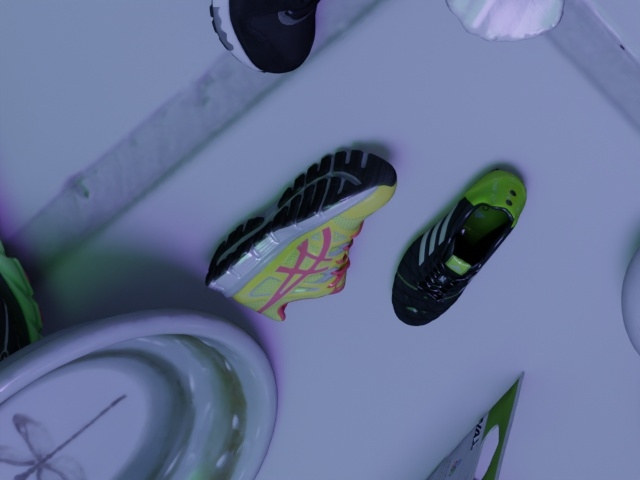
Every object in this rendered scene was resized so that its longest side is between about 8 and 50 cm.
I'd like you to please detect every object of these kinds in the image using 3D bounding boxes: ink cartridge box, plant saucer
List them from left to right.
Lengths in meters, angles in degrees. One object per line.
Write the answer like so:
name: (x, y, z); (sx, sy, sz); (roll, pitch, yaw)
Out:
plant saucer: (-0.228, 0.196, 1.771); (0.100, 0.400, 0.400); (48, 132, 35)
ink cartridge box: (0.130, 0.270, 1.762); (0.097, 0.189, 0.255); (34, 122, -5)

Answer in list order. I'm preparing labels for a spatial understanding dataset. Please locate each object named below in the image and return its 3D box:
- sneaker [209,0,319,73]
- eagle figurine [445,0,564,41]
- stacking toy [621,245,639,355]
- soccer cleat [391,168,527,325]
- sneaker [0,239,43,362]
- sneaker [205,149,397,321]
sneaker: (-0.014, -0.227, 1.513); (0.124, 0.107, 0.283); (16, 142, 20)
eagle figurine: (0.194, -0.293, 1.395); (0.226, 0.298, 0.225); (-14, 76, -13)
stacking toy: (0.395, 0.201, 1.640); (0.350, 0.350, 0.480); (-27, 91, 27)
soccer cleat: (0.110, 0.014, 1.684); (0.060, 0.072, 0.179); (33, 123, -6)
sneaker: (-0.399, -0.020, 1.711); (0.185, 0.202, 0.483); (-12, 117, 35)
sneaker: (0.000, 0.000, 1.709); (0.094, 0.081, 0.208); (41, 128, -19)
